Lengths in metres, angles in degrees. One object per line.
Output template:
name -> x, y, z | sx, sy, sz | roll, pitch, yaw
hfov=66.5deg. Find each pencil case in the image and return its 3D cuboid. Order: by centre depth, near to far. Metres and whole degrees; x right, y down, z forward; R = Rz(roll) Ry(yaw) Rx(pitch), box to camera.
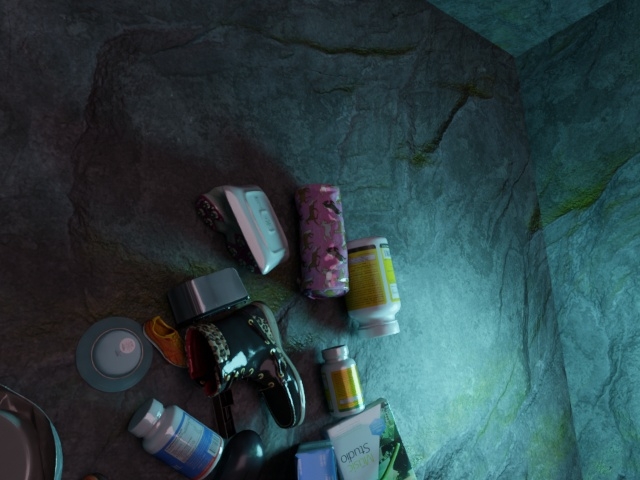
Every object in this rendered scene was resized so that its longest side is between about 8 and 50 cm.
pencil case -> 0.000, 0.000, 1.637 | 0.167, 0.160, 0.387 | 1, 74, -15

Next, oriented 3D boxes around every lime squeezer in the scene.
lime squeezer -> 0.144, 0.758, 1.505 | 0.310, 0.059, 0.110 | -27, 61, -18

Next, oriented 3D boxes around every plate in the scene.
plate -> -0.516, 0.286, 1.238 | 0.188, 0.024, 0.188 | 12, 68, -34
plate -> -0.178, -0.051, 1.494 | 0.278, 0.045, 0.277 | 65, 14, -2

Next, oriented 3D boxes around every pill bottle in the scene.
pill bottle -> -0.364, 0.494, 1.226 | 0.221, 0.124, 0.124 | 43, 54, -18
pill bottle -> 0.066, 0.450, 1.577 | 0.117, 0.117, 0.209 | -6, 79, -39
pill bottle -> 0.172, 0.166, 1.703 | 0.187, 0.187, 0.334 | -3, 78, -38

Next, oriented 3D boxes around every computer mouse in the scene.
computer mouse -> -0.217, 0.650, 1.301 | 0.188, 0.072, 0.272 | 29, 68, -27

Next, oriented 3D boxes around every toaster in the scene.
toaster -> -0.319, 0.160, 1.341 | 0.185, 0.168, 0.110 | -19, 84, -40

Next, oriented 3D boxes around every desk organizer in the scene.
desk organizer -> -0.263, 0.479, 1.356 | 0.047, 0.050, 0.130 | -7, 81, -39

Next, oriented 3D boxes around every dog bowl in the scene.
dog bowl -> -0.669, 0.454, 0.929 | 0.348, 0.102, 0.349 | 3, 66, -6

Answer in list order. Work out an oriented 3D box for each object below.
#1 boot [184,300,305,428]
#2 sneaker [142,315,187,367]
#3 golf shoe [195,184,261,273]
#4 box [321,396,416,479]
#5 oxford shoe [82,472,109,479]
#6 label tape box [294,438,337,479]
boot -> -0.202, 0.365, 1.335 | 0.284, 0.138, 0.378 | -6, 75, -58
sneaker -> -0.396, 0.275, 1.301 | 0.175, 0.067, 0.064 | 48, 34, -19
golf shoe -> -0.240, -0.039, 1.501 | 0.306, 0.115, 0.140 | 54, 48, -12
box -> 0.164, 0.705, 1.569 | 0.232, 0.058, 0.322 | -20, 89, -21
oxford shoe -> -0.452, 0.635, 1.149 | 0.272, 0.096, 0.098 | 59, 31, -13
label tape box -> -0.002, 0.682, 1.300 | 0.115, 0.348, 0.249 | -5, 73, -4
